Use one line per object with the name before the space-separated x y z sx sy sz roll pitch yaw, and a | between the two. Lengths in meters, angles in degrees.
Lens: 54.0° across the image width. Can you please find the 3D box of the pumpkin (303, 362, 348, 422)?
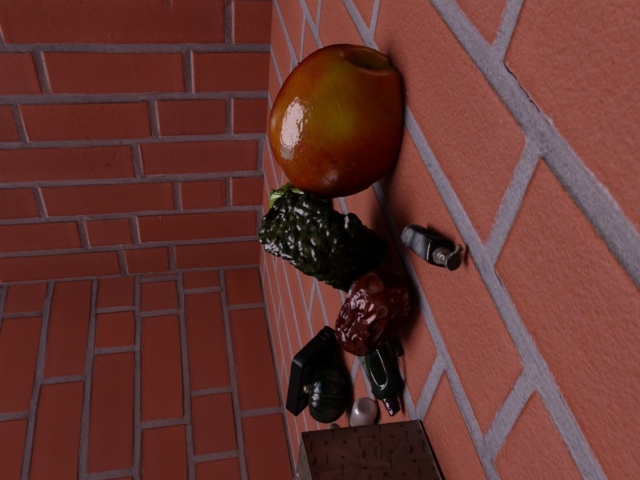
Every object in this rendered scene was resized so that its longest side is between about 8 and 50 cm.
pumpkin | 0.018 0.522 2.160 0.211 0.152 0.211 -178 90 -77

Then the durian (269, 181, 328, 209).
durian | -0.071 -0.090 2.281 0.256 0.204 0.339 150 116 -64

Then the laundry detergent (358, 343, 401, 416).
laundry detergent | 0.155 0.340 1.612 0.144 0.078 0.221 111 142 -62

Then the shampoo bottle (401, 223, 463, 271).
shampoo bottle | 0.226 0.013 1.263 0.207 0.057 0.063 -135 50 -69

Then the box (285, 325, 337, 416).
box | -0.032 0.480 2.295 0.058 0.211 0.350 33 140 24

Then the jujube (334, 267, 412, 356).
jujube | 0.121 0.174 1.502 0.155 0.155 0.230 -106 33 -44

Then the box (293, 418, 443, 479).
box | 0.105 0.558 1.418 0.225 0.297 0.190 -109 19 -51

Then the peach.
peach | 0.029 -0.268 1.550 0.242 0.306 0.380 -97 15 -47

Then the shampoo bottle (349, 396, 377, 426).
shampoo bottle | 0.122 0.540 1.868 0.192 0.074 0.074 99 162 -47

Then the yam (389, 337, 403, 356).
yam | 0.170 0.227 1.656 0.234 0.027 0.029 -115 5 -58

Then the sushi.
sushi | 0.000 0.000 1.589 0.178 0.294 0.352 -60 -21 -1

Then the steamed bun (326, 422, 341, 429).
steamed bun | 0.055 0.746 2.101 0.218 0.144 0.211 -53 -22 -60
